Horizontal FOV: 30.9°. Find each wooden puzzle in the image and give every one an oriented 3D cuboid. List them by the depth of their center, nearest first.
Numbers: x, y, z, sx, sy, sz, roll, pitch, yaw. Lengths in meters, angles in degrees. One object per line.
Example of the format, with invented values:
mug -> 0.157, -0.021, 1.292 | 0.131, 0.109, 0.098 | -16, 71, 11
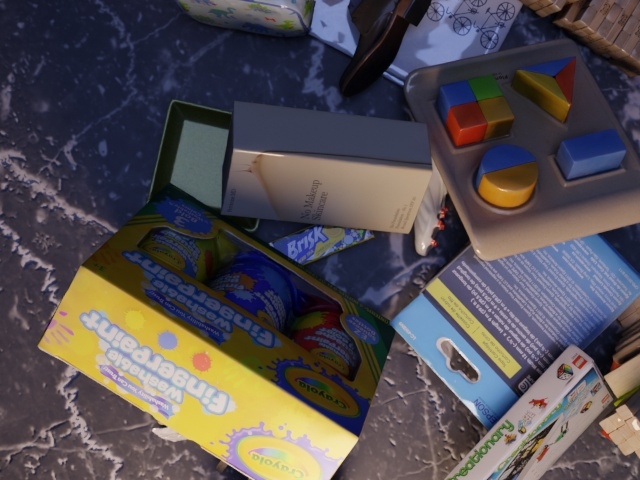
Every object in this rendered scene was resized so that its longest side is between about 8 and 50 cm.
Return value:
wooden puzzle -> 0.336, -0.164, 1.833 | 0.322, 0.080, 0.347 | -14, 65, -13

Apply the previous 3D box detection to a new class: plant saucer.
plant saucer -> -0.176, -0.122, 1.915 | 0.188, 0.045, 0.188 | 13, 88, -1

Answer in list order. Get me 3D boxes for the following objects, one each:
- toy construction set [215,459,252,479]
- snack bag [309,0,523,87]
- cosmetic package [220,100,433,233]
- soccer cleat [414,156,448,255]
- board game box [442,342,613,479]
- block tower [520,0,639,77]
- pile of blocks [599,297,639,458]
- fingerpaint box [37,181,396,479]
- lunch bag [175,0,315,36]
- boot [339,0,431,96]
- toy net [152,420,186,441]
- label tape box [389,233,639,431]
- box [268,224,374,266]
toy construction set -> -0.107, 0.406, 1.787 | 0.257, 0.309, 0.237 | -43, 85, -11
snack bag -> 0.163, -0.425, 1.941 | 0.343, 0.037, 0.323 | 29, 88, 0
cosmetic package -> 0.006, -0.113, 1.816 | 0.310, 0.160, 0.113 | 4, 50, -9
soccer cleat -> 0.175, -0.073, 1.920 | 0.076, 0.068, 0.196 | 11, 87, 14
board game box -> 0.334, 0.318, 1.846 | 0.305, 0.193, 0.053 | -46, 56, -3
block tower -> 0.416, -0.398, 1.899 | 0.335, 0.097, 0.091 | 32, 86, -10
pile of blocks -> 0.521, 0.220, 1.838 | 0.149, 0.112, 0.362 | 36, 45, -10
fingerpaint box -> -0.131, 0.139, 1.728 | 0.445, 0.371, 0.163 | 32, 114, 0
lunch bag -> -0.119, -0.396, 1.851 | 0.219, 0.176, 0.090 | 10, 86, 9
boot -> 0.080, -0.345, 1.898 | 0.106, 0.082, 0.219 | 40, 94, 25
toy net -> -0.199, 0.274, 1.824 | 0.122, 0.232, 0.045 | 6, 67, -12
label tape box -> 0.317, 0.103, 1.892 | 0.348, 0.115, 0.249 | -43, 89, 0
box -> 0.000, 0.000, 1.912 | 0.169, 0.054, 0.059 | -22, 89, -3
